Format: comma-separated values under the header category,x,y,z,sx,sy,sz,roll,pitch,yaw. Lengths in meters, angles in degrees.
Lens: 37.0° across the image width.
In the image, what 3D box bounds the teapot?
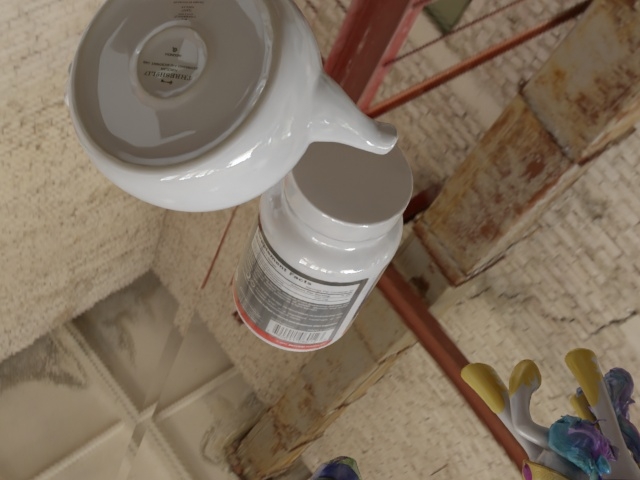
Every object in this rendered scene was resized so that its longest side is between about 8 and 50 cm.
category,x,y,z,sx,sy,sz,roll,pitch,yaw
teapot,-0.105,-0.132,0.918,0.252,0.187,0.256,-37,-113,6

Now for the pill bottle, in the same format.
category,x,y,z,sx,sy,sz,roll,pitch,yaw
pill bottle,0.000,0.000,1.406,0.210,0.363,0.210,8,-123,-12

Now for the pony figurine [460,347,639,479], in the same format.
category,x,y,z,sx,sy,sz,roll,pitch,yaw
pony figurine,0.361,0.315,1.204,0.351,0.303,0.363,16,-141,-20

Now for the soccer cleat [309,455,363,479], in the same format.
category,x,y,z,sx,sy,sz,roll,pitch,yaw
soccer cleat,0.041,0.438,1.327,0.121,0.093,0.289,-36,-58,-63
